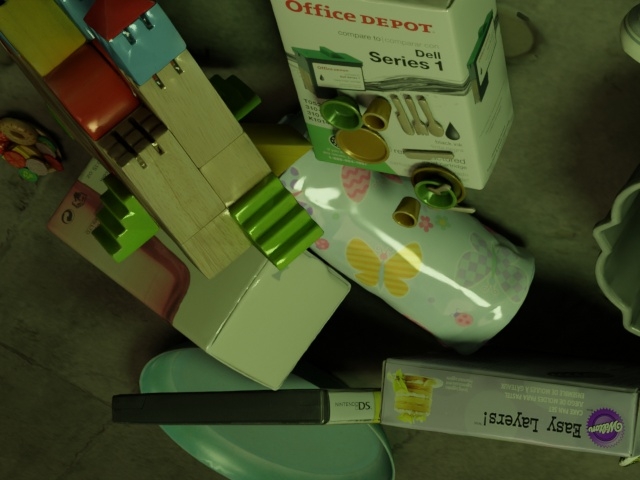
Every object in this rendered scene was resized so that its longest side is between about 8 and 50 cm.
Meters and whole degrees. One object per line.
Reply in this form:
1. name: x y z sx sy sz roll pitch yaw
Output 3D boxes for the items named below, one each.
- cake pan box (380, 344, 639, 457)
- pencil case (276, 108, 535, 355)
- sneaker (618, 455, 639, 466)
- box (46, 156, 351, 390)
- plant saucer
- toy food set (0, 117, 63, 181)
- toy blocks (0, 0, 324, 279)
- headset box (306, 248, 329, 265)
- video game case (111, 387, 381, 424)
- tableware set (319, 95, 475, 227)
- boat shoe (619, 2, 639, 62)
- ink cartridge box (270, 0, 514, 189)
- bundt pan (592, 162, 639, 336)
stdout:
1. cake pan box: 0.218 0.144 1.723 0.245 0.070 0.267 7 -177 26
2. pencil case: 0.066 -0.012 1.681 0.273 0.124 0.113 34 129 -15
3. sneaker: 0.337 0.217 1.902 0.035 0.031 0.083 30 147 -8
4. box: -0.114 0.014 1.722 0.232 0.127 0.148 35 179 32
5. plant saucer: -0.057 0.206 2.142 0.317 0.044 0.317 17 146 12
6. toy food set: -0.302 -0.094 1.899 0.082 0.020 0.083 38 145 -19
7. toy blocks: -0.179 -0.142 1.540 0.381 0.191 0.261 43 170 49
8. headset box: 0.000 0.000 1.792 0.032 0.062 0.083 31 146 -10
9. video game case: -0.026 0.167 1.866 0.275 0.035 0.248 -4 174 39
10. tableware set: 0.061 -0.064 1.525 0.104 0.024 0.154 6 145 28
11. boat shoe: 0.331 -0.161 1.337 0.227 0.079 0.081 8 137 15
12. ink cartridge box: 0.060 -0.155 1.502 0.160 0.093 0.219 11 146 22
13. bundt pan: 0.392 0.001 1.473 0.330 0.124 0.331 18 147 13
